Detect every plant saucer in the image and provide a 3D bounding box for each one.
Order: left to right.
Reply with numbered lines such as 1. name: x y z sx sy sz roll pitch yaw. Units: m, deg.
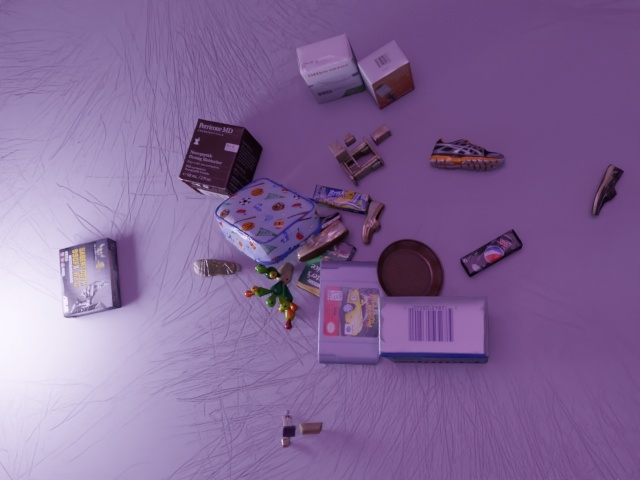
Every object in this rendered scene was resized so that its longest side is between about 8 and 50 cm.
1. plant saucer: 0.250 0.095 1.799 0.198 0.036 0.199 3 72 -10

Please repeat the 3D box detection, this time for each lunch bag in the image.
1. lunch bag: -0.146 -0.062 1.856 0.243 0.115 0.303 -36 44 -23

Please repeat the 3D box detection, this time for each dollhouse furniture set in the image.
1. dollhouse furniture set: -0.056 0.531 1.820 0.114 0.091 0.081 -1 34 -8
2. dollhouse furniture set: 0.138 -0.269 1.874 0.182 0.161 0.101 -37 71 5

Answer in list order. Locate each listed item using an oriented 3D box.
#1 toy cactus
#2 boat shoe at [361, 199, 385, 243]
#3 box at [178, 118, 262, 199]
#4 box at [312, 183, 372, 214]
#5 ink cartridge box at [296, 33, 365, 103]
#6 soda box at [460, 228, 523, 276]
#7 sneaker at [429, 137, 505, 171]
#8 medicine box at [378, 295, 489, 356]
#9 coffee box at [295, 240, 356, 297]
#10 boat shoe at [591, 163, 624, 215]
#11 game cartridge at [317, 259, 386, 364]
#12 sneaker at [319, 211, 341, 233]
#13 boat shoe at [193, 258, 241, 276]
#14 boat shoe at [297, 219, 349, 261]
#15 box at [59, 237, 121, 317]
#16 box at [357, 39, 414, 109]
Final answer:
1. toy cactus: -0.127 0.138 1.864 0.112 0.219 0.180 -22 27 32
2. boat shoe: 0.157 -0.053 1.878 0.045 0.050 0.135 11 80 22
3. box: -0.308 -0.243 1.979 0.168 0.167 0.203 13 81 17
4. box: 0.066 -0.123 1.912 0.168 0.059 0.054 13 82 17
5. ink cartridge box: 0.035 -0.517 1.927 0.160 0.219 0.093 -14 75 11
6. soda box: 0.476 0.036 1.771 0.169 0.060 0.053 -31 73 6
7. sneaker: 0.426 -0.252 1.841 0.214 0.084 0.083 7 74 17
8. medicine box: 0.300 0.237 1.648 0.263 0.289 0.149 -2 75 14
9. coffee box: 0.017 0.079 1.888 0.113 0.040 0.184 27 85 18
10. boat shoe: 0.784 -0.135 1.734 0.049 0.056 0.152 21 83 23
11. game cartridge: 0.092 0.204 1.811 0.196 0.060 0.294 1 82 -2
12. sneaker: -0.020 -0.055 1.916 0.170 0.063 0.075 -26 78 12
13. boat shoe: -0.323 0.084 1.977 0.153 0.048 0.056 -3 89 20
14. boat shoe: 0.000 0.000 1.860 0.170 0.063 0.059 -31 67 -5
15. box: -0.750 0.124 2.065 0.183 0.056 0.231 -12 75 12
16. box: 0.199 -0.494 1.906 0.130 0.170 0.091 -31 70 6
